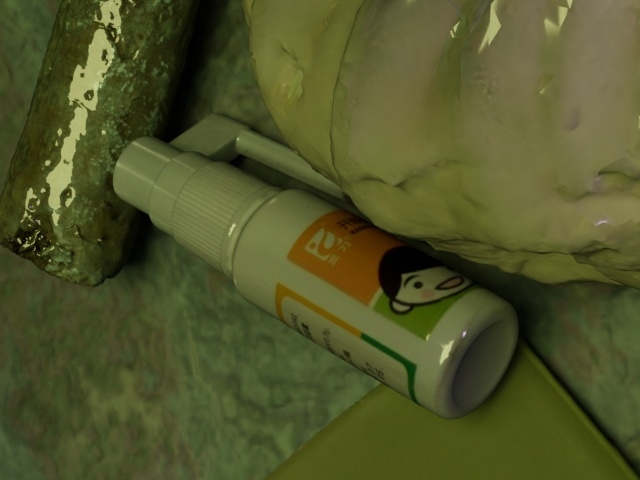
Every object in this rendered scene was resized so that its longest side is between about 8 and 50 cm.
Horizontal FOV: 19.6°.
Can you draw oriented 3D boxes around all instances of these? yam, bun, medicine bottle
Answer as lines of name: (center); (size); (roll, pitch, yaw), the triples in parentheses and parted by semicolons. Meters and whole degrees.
yam: (-0.112, -0.068, 0.958); (0.078, 0.078, 0.179); (24, 99, 30)
bun: (0.098, -0.149, 0.754); (0.360, 0.211, 0.359); (-2, 85, 32)
medicine bottle: (0.000, 0.000, 0.882); (0.221, 0.092, 0.061); (29, 141, 31)

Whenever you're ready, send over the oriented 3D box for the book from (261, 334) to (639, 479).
book: (0.089, 0.226, 0.806); (0.239, 0.035, 0.352); (-40, 64, 3)
